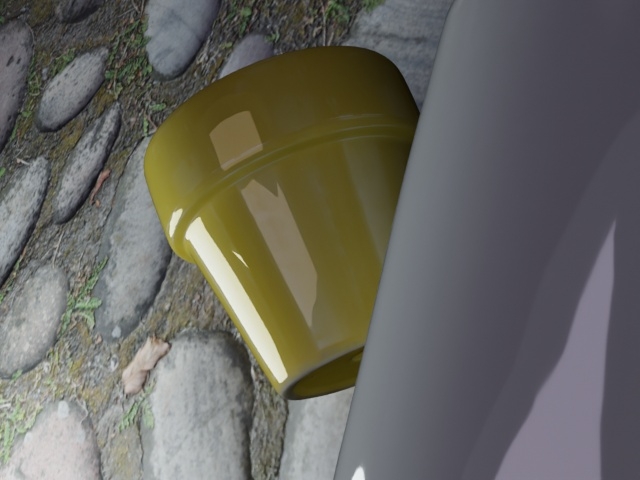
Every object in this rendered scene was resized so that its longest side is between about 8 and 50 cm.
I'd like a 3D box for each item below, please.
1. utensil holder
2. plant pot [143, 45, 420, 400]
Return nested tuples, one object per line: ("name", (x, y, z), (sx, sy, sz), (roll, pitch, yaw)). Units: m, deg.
("utensil holder", (0.184, 0.068, 0.516), (0.327, 0.327, 0.386), (-1, 70, 44))
("plant pot", (0.000, 0.000, 0.790), (0.254, 0.254, 0.239), (-34, 68, 30))
